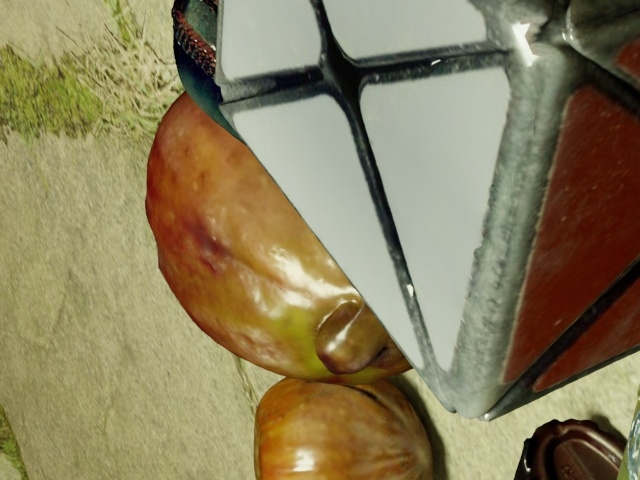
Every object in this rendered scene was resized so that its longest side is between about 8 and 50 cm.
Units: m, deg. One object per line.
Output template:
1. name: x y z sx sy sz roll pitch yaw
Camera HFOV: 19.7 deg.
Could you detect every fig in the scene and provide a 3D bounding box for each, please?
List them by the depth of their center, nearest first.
1. fig: 0.001 -0.008 1.242 0.263 0.224 0.224 33 141 35

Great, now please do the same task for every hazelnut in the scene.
1. hazelnut: 0.021 0.172 1.467 0.150 0.150 0.150 46 149 39

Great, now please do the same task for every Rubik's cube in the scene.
1. Rubik's cube: 0.112 -0.115 0.846 0.260 0.259 0.254 49 149 32

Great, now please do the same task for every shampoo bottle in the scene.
1. shampoo bottle: 0.163 0.260 1.289 0.129 0.084 0.323 54 154 32

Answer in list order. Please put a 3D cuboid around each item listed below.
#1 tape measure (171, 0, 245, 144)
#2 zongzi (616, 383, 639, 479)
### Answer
1. tape measure: 0.016 -0.143 1.080 0.135 0.223 0.202 38 143 19
2. zongzi: 0.230 0.188 0.956 0.256 0.115 0.228 -125 42 -60
